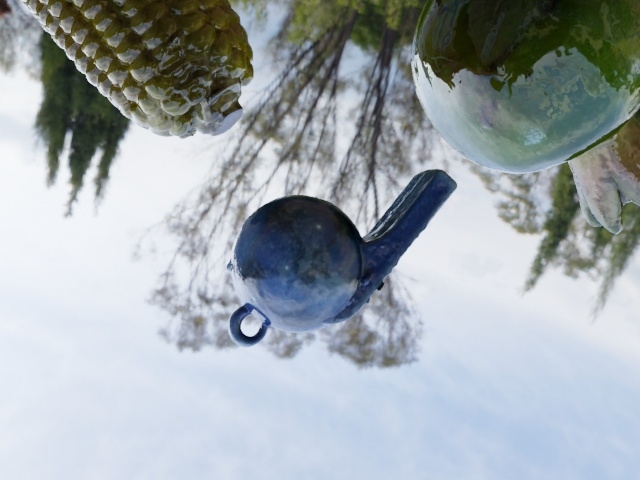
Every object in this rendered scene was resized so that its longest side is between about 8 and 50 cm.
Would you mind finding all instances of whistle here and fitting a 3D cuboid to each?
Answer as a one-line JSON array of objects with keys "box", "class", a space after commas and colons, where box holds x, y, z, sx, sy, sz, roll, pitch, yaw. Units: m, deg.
[{"box": [0.000, 0.000, 0.461, 0.090, 0.158, 0.090, 38, 173, 6], "class": "whistle"}]

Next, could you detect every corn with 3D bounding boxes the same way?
[{"box": [-0.180, -0.221, 0.544, 0.363, 0.120, 0.120, 52, -158, 1], "class": "corn"}]

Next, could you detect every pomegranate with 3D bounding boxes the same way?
[{"box": [0.218, -0.138, 0.695, 0.302, 0.236, 0.236, 52, -165, -11], "class": "pomegranate"}]
